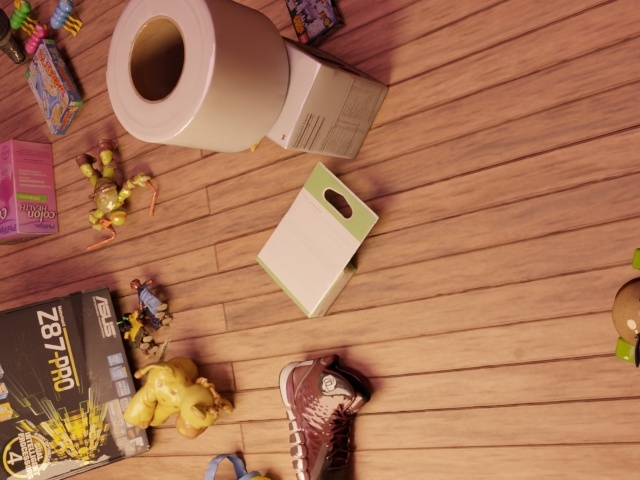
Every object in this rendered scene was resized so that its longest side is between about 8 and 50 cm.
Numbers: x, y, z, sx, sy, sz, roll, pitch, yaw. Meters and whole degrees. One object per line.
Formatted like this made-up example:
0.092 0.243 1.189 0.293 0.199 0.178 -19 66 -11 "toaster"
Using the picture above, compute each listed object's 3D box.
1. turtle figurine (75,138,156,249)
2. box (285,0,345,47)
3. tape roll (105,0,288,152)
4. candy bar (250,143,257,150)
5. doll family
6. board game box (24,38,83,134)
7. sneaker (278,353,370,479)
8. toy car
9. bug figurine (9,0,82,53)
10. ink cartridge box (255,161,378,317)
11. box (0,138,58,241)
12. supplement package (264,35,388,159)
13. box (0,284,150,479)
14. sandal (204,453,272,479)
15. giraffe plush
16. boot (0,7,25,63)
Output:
-0.505 -0.111 1.626 0.269 0.087 0.217 -36 70 31 "turtle figurine"
-0.016 -0.440 1.304 0.094 0.027 0.137 -28 74 34 "box"
-0.195 -0.267 1.097 0.246 0.169 0.246 0 90 35 "tape roll"
-0.175 -0.246 1.427 0.161 0.018 0.040 47 112 27 "candy bar"
-0.399 0.170 1.563 0.111 0.076 0.193 42 108 33 "doll family"
-0.679 -0.390 1.768 0.136 0.035 0.201 -42 70 38 "board game box"
0.030 0.334 1.227 0.162 0.106 0.282 -26 75 30 "sneaker"
0.433 0.096 0.876 0.148 0.188 0.155 12 97 36 "toy car"
-0.727 -0.601 1.798 0.279 0.072 0.216 51 117 24 "bug figurine"
0.000 0.000 1.277 0.171 0.056 0.235 45 112 27 "ink cartridge box"
-0.809 -0.121 1.831 0.213 0.117 0.243 -10 85 36 "box"
-0.033 -0.256 1.208 0.194 0.203 0.149 36 111 30 "supplement package"
-0.586 0.330 1.559 0.097 0.318 0.395 131 124 -66 "box"
-0.216 0.551 1.405 0.317 0.126 0.138 -51 59 15 "sandal"
-0.272 0.324 1.415 0.170 0.181 0.210 31 126 20 "giraffe plush"
-0.823 -0.527 1.819 0.083 0.161 0.246 -39 50 -8 "boot"
